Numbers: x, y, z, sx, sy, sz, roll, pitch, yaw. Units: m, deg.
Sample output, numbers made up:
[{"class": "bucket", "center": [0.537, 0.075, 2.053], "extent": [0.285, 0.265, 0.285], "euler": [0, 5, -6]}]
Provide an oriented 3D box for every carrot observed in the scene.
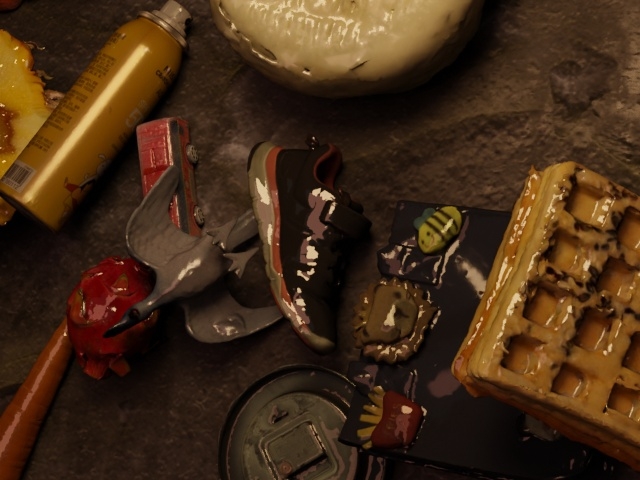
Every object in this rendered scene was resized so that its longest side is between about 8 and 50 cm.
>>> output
[{"class": "carrot", "center": [-0.396, 0.227, 1.827], "extent": [0.069, 0.069, 0.336], "euler": [24, 86, 25]}]

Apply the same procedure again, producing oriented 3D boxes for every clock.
[{"class": "clock", "center": [-0.018, 0.265, 1.663], "extent": [0.226, 0.049, 0.226], "euler": [-5, 76, 22]}]

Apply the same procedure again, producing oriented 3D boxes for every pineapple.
[{"class": "pineapple", "center": [-0.472, -0.148, 1.903], "extent": [0.209, 0.286, 0.345], "euler": [-173, 91, -66]}]

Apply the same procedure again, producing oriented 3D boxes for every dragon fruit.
[{"class": "dragon fruit", "center": [-0.271, 0.099, 1.758], "extent": [0.136, 0.133, 0.166], "euler": [22, 91, 23]}]

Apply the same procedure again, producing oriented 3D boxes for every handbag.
[{"class": "handbag", "center": [0.188, 0.116, 1.539], "extent": [0.329, 0.122, 0.303], "euler": [8, 74, 26]}]

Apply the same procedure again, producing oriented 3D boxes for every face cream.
[{"class": "face cream", "center": [-0.288, -0.176, 1.811], "extent": [0.105, 0.105, 0.349], "euler": [30, 77, 25]}]

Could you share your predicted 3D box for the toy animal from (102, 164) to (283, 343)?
[{"class": "toy animal", "center": [-0.162, 0.031, 1.697], "extent": [0.176, 0.255, 0.239], "euler": [-29, 95, 39]}]

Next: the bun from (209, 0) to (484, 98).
[{"class": "bun", "center": [0.036, -0.339, 1.667], "extent": [0.359, 0.211, 0.360], "euler": [2, 98, 15]}]

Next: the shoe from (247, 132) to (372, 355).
[{"class": "shoe", "center": [0.000, 0.000, 1.679], "extent": [0.137, 0.114, 0.291], "euler": [-16, 70, 14]}]

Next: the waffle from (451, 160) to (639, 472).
[{"class": "waffle", "center": [0.340, 0.109, 1.385], "extent": [0.376, 0.114, 0.261], "euler": [26, 77, -10]}]

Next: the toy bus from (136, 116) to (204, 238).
[{"class": "toy bus", "center": [-0.198, -0.070, 1.791], "extent": [0.065, 0.077, 0.192], "euler": [-13, 76, 17]}]

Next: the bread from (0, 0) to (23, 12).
[{"class": "bread", "center": [-0.517, -0.455, 1.982], "extent": [0.190, 0.123, 0.244], "euler": [-18, 72, 21]}]
